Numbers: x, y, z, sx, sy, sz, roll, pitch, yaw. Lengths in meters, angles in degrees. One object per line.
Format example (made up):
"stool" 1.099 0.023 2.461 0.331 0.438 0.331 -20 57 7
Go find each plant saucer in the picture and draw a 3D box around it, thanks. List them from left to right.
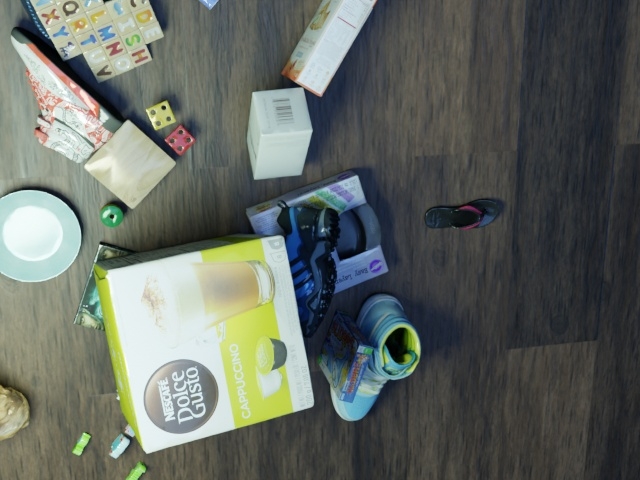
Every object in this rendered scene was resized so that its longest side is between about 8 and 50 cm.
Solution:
"plant saucer" -0.590 -0.012 1.781 0.195 0.037 0.195 -4 107 -12

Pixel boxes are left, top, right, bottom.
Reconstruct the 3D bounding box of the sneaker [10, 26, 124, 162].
"sneaker" -0.527 -0.273 1.688 0.145 0.090 0.270 -43 106 11

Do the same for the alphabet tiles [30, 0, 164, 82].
"alphabet tiles" -0.414 -0.411 1.655 0.198 0.009 0.237 -25 141 -6

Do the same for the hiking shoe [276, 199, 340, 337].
"hiking shoe" -0.037 0.061 1.855 0.132 0.113 0.304 12 113 14

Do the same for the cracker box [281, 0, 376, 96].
"cracker box" 0.017 -0.413 1.748 0.067 0.156 0.232 29 97 -19

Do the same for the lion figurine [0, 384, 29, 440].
"lion figurine" -0.774 0.263 1.768 0.240 0.142 0.392 -25 107 -13

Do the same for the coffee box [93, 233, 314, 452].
"coffee box" -0.244 0.179 1.715 0.334 0.338 0.338 -12 95 -18

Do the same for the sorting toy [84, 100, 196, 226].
"sorting toy" -0.383 -0.165 1.781 0.274 0.046 0.132 -46 111 3

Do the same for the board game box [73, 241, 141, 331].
"board game box" -0.439 0.107 1.861 0.126 0.026 0.186 17 102 -19

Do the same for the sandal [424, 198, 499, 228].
"sandal" 0.328 -0.053 1.998 0.179 0.040 0.067 -7 108 -12

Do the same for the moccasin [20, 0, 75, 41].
"moccasin" -0.525 -0.532 1.595 0.137 0.117 0.342 -16 110 -9

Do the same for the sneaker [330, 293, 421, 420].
"sneaker" 0.123 0.296 1.964 0.127 0.208 0.319 11 104 -18

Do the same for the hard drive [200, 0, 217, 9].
"hard drive" -0.267 -0.633 1.670 0.318 0.040 0.210 39 94 -21

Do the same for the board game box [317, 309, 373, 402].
"board game box" 0.053 0.254 1.936 0.035 0.201 0.136 16 102 -18

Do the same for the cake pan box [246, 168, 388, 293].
"cake pan box" 0.000 0.000 1.919 0.266 0.070 0.246 -21 113 -7

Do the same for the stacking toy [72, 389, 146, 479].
"stacking toy" -0.426 0.434 1.952 0.167 0.052 0.221 37 96 -21

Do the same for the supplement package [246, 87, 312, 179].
"supplement package" -0.086 -0.213 1.759 0.105 0.179 0.105 -8 66 -12
